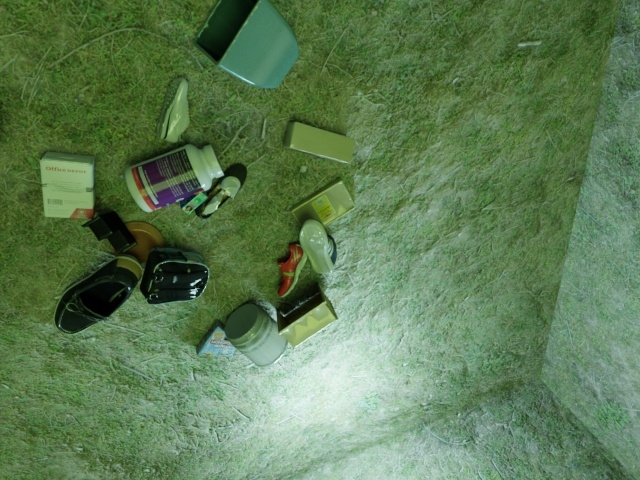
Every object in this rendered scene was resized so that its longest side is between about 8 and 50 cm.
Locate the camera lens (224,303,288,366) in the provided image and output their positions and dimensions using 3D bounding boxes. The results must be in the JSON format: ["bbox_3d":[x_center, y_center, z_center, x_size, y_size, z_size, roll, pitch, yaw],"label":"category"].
[{"bbox_3d":[-0.302,0.463,2.049,0.219,0.219,0.274,-35,125,3],"label":"camera lens"}]

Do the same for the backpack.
[{"bbox_3d":[-0.602,0.145,1.755,0.253,0.191,0.225,6,117,-38],"label":"backpack"}]

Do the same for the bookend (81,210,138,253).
[{"bbox_3d":[-0.784,-0.020,1.585,0.072,0.156,0.157,-32,102,1],"label":"bookend"}]

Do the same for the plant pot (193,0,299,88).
[{"bbox_3d":[-0.219,-0.650,1.401,0.252,0.248,0.247,24,109,-47],"label":"plant pot"}]

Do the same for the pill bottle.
[{"bbox_3d":[-0.531,-0.240,1.560,0.323,0.181,0.181,-22,125,-6],"label":"pill bottle"}]

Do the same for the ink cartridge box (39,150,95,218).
[{"bbox_3d":[-0.894,-0.196,1.506,0.158,0.092,0.218,3,121,-22],"label":"ink cartridge box"}]

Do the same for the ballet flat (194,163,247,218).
[{"bbox_3d":[-0.392,-0.185,1.697,0.280,0.096,0.095,-45,124,9],"label":"ballet flat"}]

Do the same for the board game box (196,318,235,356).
[{"bbox_3d":[-0.492,0.487,2.091,0.194,0.060,0.194,13,115,-26],"label":"board game box"}]

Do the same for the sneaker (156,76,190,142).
[{"bbox_3d":[-0.508,-0.462,1.505,0.095,0.090,0.235,8,121,-39],"label":"sneaker"}]

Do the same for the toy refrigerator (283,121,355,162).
[{"bbox_3d":[-0.006,-0.393,1.711,0.269,0.094,0.102,9,98,-26],"label":"toy refrigerator"}]

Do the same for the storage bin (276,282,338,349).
[{"bbox_3d":[-0.071,0.357,2.054,0.262,0.260,0.123,-35,108,2],"label":"storage bin"}]

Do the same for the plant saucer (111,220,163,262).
[{"bbox_3d":[-0.747,0.015,1.724,0.200,0.037,0.200,-9,123,-15],"label":"plant saucer"}]

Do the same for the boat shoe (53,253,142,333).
[{"bbox_3d":[-0.915,0.247,1.704,0.500,0.156,0.187,-36,124,18],"label":"boat shoe"}]

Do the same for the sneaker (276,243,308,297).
[{"bbox_3d":[-0.156,0.136,1.997,0.118,0.107,0.279,20,107,-12],"label":"sneaker"}]

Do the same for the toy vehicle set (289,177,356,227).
[{"bbox_3d":[0.013,-0.147,1.908,0.267,0.035,0.166,-31,126,0],"label":"toy vehicle set"}]

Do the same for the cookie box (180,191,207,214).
[{"bbox_3d":[-0.502,-0.166,1.671,0.107,0.092,0.040,-40,128,6],"label":"cookie box"}]

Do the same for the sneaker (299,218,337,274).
[{"bbox_3d":[0.000,0.000,1.913,0.131,0.148,0.350,9,143,17],"label":"sneaker"}]
